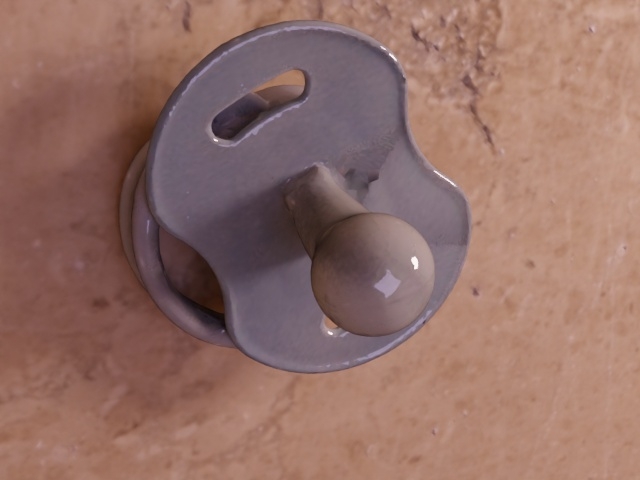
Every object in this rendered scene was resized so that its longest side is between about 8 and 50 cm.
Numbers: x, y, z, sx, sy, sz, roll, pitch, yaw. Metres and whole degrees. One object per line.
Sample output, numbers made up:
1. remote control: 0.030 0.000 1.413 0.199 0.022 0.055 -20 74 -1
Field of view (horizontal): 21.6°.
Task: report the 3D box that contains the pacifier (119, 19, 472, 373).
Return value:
1. pacifier: 0.000 0.000 1.206 0.244 0.233 0.299 -35 121 -7
